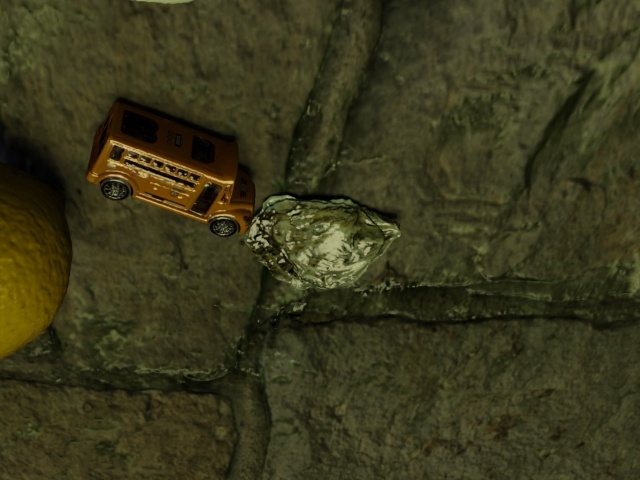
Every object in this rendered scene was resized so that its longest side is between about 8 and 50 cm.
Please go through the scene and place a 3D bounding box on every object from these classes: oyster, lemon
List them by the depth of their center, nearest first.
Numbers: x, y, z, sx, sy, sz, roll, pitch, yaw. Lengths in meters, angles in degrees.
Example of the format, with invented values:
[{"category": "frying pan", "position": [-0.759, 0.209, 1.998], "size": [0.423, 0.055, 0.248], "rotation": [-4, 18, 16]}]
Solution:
[{"category": "lemon", "position": [-0.393, 0.028, 1.191], "size": [0.228, 0.253, 0.228], "rotation": [7, 132, 8]}, {"category": "oyster", "position": [0.000, 0.000, 1.320], "size": [0.177, 0.064, 0.125], "rotation": [18, 121, -7]}]

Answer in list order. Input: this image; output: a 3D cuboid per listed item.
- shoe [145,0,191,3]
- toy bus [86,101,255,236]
[{"category": "shoe", "position": [-0.215, -0.291, 0.864], "size": [0.363, 0.132, 0.160], "rotation": [1, 150, -36]}, {"category": "toy bus", "position": [-0.155, -0.079, 1.203], "size": [0.194, 0.083, 0.088], "rotation": [19, 134, -21]}]
